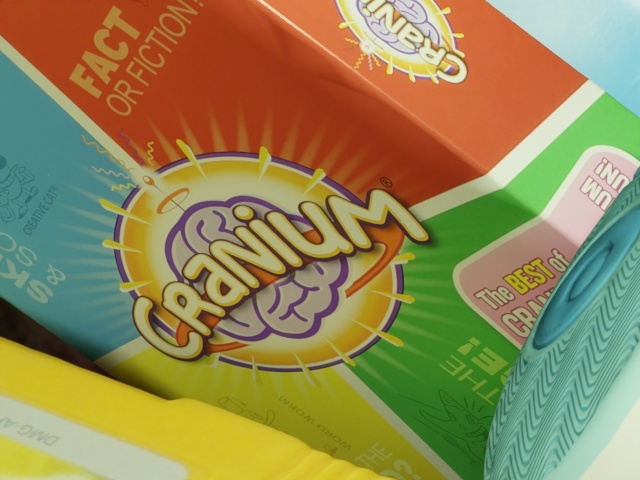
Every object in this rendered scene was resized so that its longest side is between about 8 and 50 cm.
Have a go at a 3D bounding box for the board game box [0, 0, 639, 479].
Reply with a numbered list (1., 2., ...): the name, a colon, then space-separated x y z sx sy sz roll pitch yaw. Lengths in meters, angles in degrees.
1. board game box: 0.000 0.000 0.643 0.316 0.242 0.064 36 53 -6

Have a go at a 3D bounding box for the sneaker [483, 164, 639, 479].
1. sneaker: 0.196 0.022 0.507 0.208 0.127 0.319 43 56 -2

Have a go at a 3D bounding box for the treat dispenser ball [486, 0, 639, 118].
1. treat dispenser ball: 0.133 -0.079 0.761 0.288 0.288 0.288 5 50 -5

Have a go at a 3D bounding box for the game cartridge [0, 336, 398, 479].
1. game cartridge: -0.155 0.132 0.594 0.324 0.052 0.285 13 36 35
